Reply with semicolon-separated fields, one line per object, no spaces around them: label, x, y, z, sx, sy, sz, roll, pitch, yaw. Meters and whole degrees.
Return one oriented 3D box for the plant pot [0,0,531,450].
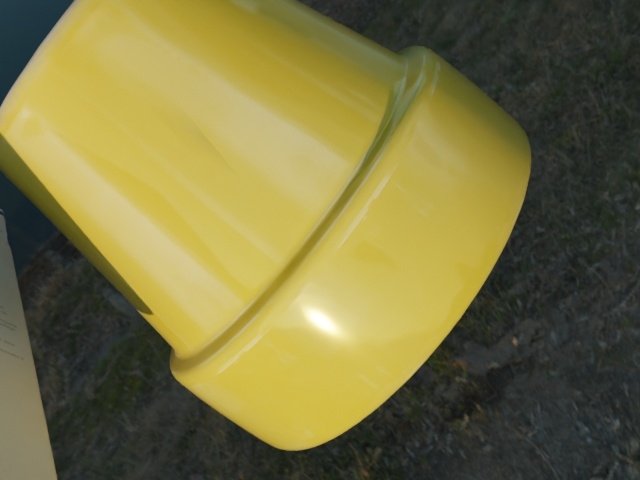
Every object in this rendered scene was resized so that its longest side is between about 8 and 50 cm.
plant pot;-0.048;-0.045;0.488;0.254;0.239;0.254;-48;14;16

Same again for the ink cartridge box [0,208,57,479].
ink cartridge box;-0.230;0.050;0.412;0.065;0.165;0.333;-47;39;10
